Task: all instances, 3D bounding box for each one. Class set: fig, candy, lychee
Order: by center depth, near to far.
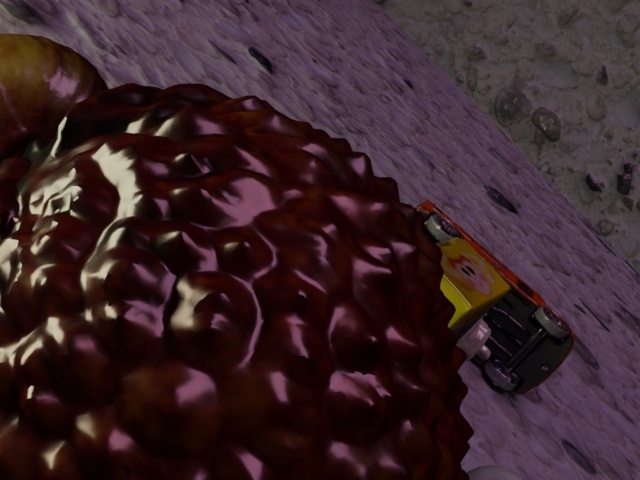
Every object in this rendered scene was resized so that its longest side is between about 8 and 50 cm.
[{"bbox_3d":[-0.105,0.096,0.672,0.500,0.424,0.424,38,20,-37],"label":"lychee"},{"bbox_3d":[-0.347,-0.132,1.021,0.217,0.217,0.321,17,15,-43],"label":"fig"},{"bbox_3d":[0.068,0.123,1.075,0.088,0.276,0.146,47,22,16],"label":"candy"}]

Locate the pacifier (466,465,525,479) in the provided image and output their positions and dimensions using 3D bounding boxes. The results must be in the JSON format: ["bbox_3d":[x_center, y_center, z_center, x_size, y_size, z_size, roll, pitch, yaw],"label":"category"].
[{"bbox_3d":[0.102,0.292,0.911,0.238,0.226,0.287,45,16,-44],"label":"pacifier"}]

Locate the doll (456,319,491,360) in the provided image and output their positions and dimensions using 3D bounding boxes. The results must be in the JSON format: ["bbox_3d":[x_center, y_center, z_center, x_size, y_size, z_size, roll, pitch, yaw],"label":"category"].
[{"bbox_3d":[0.137,0.077,1.467,0.293,0.138,0.119,40,63,2],"label":"doll"}]

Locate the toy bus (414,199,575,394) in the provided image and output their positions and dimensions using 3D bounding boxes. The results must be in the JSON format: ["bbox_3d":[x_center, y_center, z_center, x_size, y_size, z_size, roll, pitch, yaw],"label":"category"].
[{"bbox_3d":[0.248,0.087,1.588,0.329,0.143,0.153,40,19,4],"label":"toy bus"}]
